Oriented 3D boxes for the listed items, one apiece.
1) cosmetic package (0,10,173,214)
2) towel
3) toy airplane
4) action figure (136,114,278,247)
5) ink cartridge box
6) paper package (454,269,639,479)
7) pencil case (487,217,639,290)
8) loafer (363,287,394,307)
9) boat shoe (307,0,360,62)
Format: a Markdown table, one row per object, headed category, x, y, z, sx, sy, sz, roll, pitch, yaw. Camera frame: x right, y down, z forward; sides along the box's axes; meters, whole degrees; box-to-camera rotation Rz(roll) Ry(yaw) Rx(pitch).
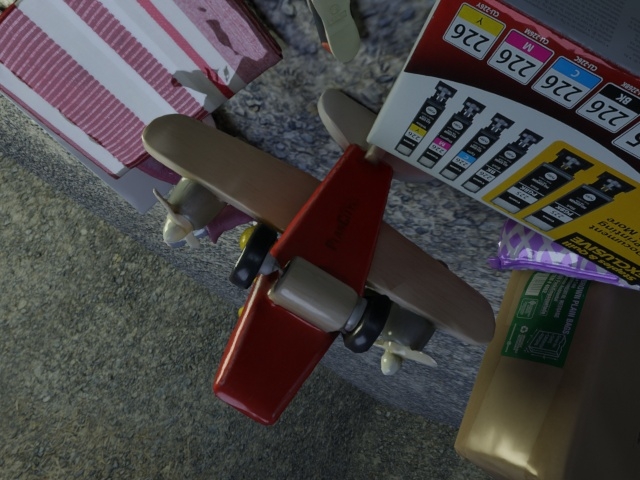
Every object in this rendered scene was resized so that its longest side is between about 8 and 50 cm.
| category | x | y | z | sx | sy | sz | roll | pitch | yaw |
| --- | --- | --- | --- | --- | --- | --- | --- | --- | --- |
| cosmetic package | -0.486 | -0.247 | 0.906 | 0.284 | 0.097 | 0.377 | 41 | 172 | 41 |
| towel | -0.245 | -0.234 | 0.588 | 0.329 | 0.037 | 0.237 | -27 | 127 | 24 |
| toy airplane | 0.000 | 0.000 | 0.590 | 0.272 | 0.384 | 0.386 | -55 | 52 | 47 |
| action figure | -0.180 | -0.133 | 0.844 | 0.370 | 0.248 | 0.276 | 35 | 129 | -19 |
| ink cartridge box | 0.217 | -0.096 | 0.425 | 0.309 | 0.130 | 0.272 | 29 | 160 | 1 |
| paper package | 0.387 | 0.240 | 0.699 | 0.309 | 0.325 | 0.168 | 40 | 157 | -28 |
| pencil case | 0.333 | 0.019 | 0.597 | 0.206 | 0.088 | 0.086 | 12 | 151 | 40 |
| loafer | 0.180 | 0.182 | 1.188 | 0.251 | 0.094 | 0.087 | 31 | 136 | -31 |
| boat shoe | 0.009 | -0.246 | 0.468 | 0.043 | 0.049 | 0.137 | 64 | 179 | 32 |
